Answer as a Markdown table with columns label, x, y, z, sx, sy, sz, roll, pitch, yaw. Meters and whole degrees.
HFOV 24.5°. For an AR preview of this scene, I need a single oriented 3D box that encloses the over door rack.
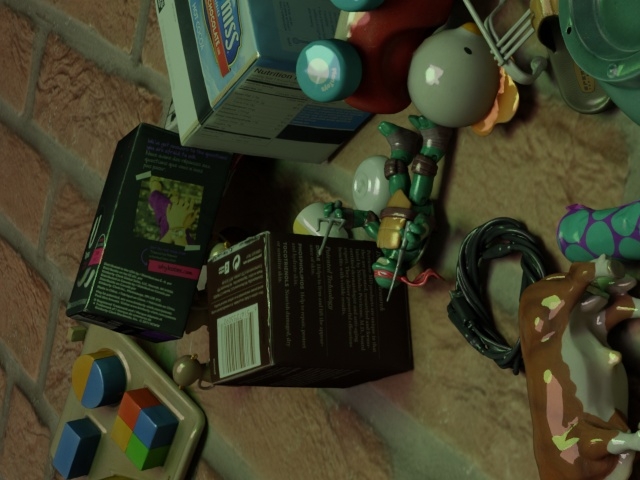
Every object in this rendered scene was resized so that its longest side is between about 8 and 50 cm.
| label | x | y | z | sx | sy | sz | roll | pitch | yaw |
| --- | --- | --- | --- | --- | --- | --- | --- | --- | --- |
| over door rack | 0.207 | -0.366 | 1.585 | 0.324 | 0.108 | 0.239 | 55 | 137 | 12 |

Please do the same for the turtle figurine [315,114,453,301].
| label | x | y | z | sx | sy | sz | roll | pitch | yaw |
| --- | --- | --- | --- | --- | --- | --- | --- | --- | --- |
| turtle figurine | 0.087 | -0.031 | 1.784 | 0.175 | 0.118 | 0.234 | 3 | 71 | 42 |

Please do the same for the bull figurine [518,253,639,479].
| label | x | y | z | sx | sy | sz | roll | pitch | yaw |
| --- | --- | --- | --- | --- | --- | --- | --- | --- | --- |
| bull figurine | 0.273 | 0.167 | 1.466 | 0.188 | 0.101 | 0.310 | -34 | 60 | 48 |

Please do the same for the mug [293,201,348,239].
| label | x | y | z | sx | sy | sz | roll | pitch | yaw |
| --- | --- | --- | --- | --- | --- | --- | --- | --- | --- |
| mug | 0.003 | -0.002 | 1.982 | 0.064 | 0.062 | 0.078 | 48 | 130 | 40 |

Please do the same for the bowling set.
| label | x | y | z | sx | sy | sz | roll | pitch | yaw |
| --- | --- | --- | --- | --- | --- | --- | --- | --- | --- |
| bowling set | -0.155 | 0.065 | 2.140 | 0.200 | 0.154 | 0.287 | 58 | 134 | 44 |

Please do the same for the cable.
| label | x | y | z | sx | sy | sz | roll | pitch | yaw |
| --- | --- | --- | --- | --- | --- | --- | --- | --- | --- |
| cable | 0.209 | 0.063 | 1.646 | 0.150 | 0.047 | 0.184 | -65 | 33 | 22 |

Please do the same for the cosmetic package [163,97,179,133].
| label | x | y | z | sx | sy | sz | roll | pitch | yaw |
| --- | --- | --- | --- | --- | --- | --- | --- | --- | --- |
| cosmetic package | -0.173 | -0.273 | 2.242 | 0.099 | 0.060 | 0.239 | -22 | 52 | 61 |

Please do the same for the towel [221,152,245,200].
| label | x | y | z | sx | sy | sz | roll | pitch | yaw |
| --- | --- | --- | --- | --- | --- | --- | --- | --- | --- |
| towel | -0.168 | -0.127 | 2.235 | 0.329 | 0.037 | 0.237 | -62 | 24 | 21 |

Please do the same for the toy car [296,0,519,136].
| label | x | y | z | sx | sy | sz | roll | pitch | yaw |
| --- | --- | --- | --- | --- | --- | --- | --- | --- | --- |
| toy car | 0.139 | -0.220 | 1.697 | 0.238 | 0.219 | 0.210 | 28 | 113 | 26 |

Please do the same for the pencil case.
| label | x | y | z | sx | sy | sz | roll | pitch | yaw |
| --- | --- | --- | --- | --- | --- | --- | --- | --- | --- |
| pencil case | 0.304 | -0.012 | 1.468 | 0.152 | 0.064 | 0.070 | -15 | 90 | 57 |

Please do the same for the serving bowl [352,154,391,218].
| label | x | y | z | sx | sy | sz | roll | pitch | yaw |
| --- | --- | --- | --- | --- | --- | --- | --- | --- | --- |
| serving bowl | 0.064 | -0.070 | 1.914 | 0.083 | 0.027 | 0.083 | -11 | 77 | 59 |

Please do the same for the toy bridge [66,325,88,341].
| label | x | y | z | sx | sy | sz | roll | pitch | yaw |
| --- | --- | --- | --- | --- | --- | --- | --- | --- | --- |
| toy bridge | -0.370 | 0.198 | 2.569 | 0.188 | 0.063 | 0.026 | 35 | 118 | 42 |

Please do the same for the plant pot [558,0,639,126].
| label | x | y | z | sx | sy | sz | roll | pitch | yaw |
| --- | --- | --- | --- | --- | --- | --- | --- | --- | --- |
| plant pot | 0.338 | -0.215 | 1.309 | 0.293 | 0.196 | 0.293 | -14 | 74 | 58 |

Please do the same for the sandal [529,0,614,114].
| label | x | y | z | sx | sy | sz | roll | pitch | yaw |
| --- | --- | --- | --- | --- | --- | --- | --- | --- | --- |
| sandal | 0.245 | -0.220 | 1.496 | 0.090 | 0.060 | 0.219 | -2 | 119 | 33 |

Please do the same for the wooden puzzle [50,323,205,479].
| label | x | y | z | sx | sy | sz | roll | pitch | yaw |
| --- | --- | --- | --- | --- | --- | --- | --- | --- | --- |
| wooden puzzle | -0.344 | 0.326 | 2.440 | 0.348 | 0.080 | 0.322 | 44 | 124 | 38 |

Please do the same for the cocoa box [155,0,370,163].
| label | x | y | z | sx | sy | sz | roll | pitch | yaw |
| --- | --- | --- | --- | --- | --- | --- | --- | --- | --- |
| cocoa box | -0.065 | -0.313 | 1.963 | 0.228 | 0.231 | 0.347 | -42 | 52 | 48 |

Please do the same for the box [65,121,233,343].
| label | x | y | z | sx | sy | sz | roll | pitch | yaw |
| --- | --- | --- | --- | --- | --- | --- | --- | --- | --- |
| box | -0.238 | -0.007 | 2.042 | 0.165 | 0.143 | 0.270 | 163 | 124 | -70 |

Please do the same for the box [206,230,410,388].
| label | x | y | z | sx | sy | sz | roll | pitch | yaw |
| --- | --- | --- | --- | --- | --- | --- | --- | --- | --- |
| box | -0.018 | 0.093 | 1.859 | 0.168 | 0.203 | 0.167 | -24 | 65 | 56 |
